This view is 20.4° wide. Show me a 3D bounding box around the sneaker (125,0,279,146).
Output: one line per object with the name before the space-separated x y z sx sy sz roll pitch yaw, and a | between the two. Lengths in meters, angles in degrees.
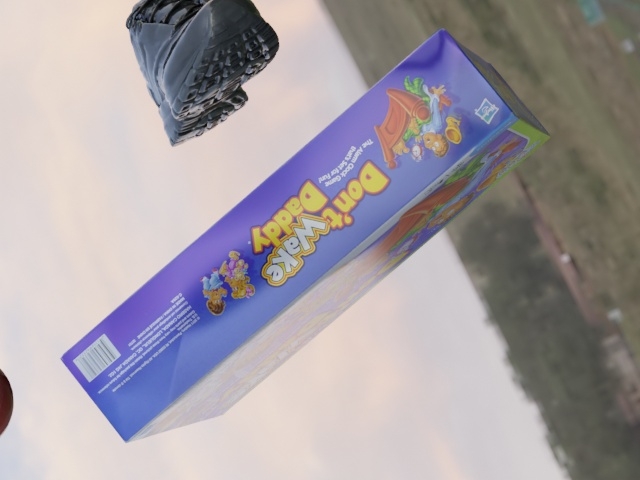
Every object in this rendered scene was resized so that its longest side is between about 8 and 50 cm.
sneaker | -0.123 -0.175 1.607 0.130 0.109 0.286 58 162 2

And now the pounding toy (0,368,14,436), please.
pounding toy | -0.241 0.086 0.861 0.183 0.237 0.110 42 -179 36

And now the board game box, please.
board game box | 0.000 0.000 1.293 0.078 0.347 0.233 51 -169 9
